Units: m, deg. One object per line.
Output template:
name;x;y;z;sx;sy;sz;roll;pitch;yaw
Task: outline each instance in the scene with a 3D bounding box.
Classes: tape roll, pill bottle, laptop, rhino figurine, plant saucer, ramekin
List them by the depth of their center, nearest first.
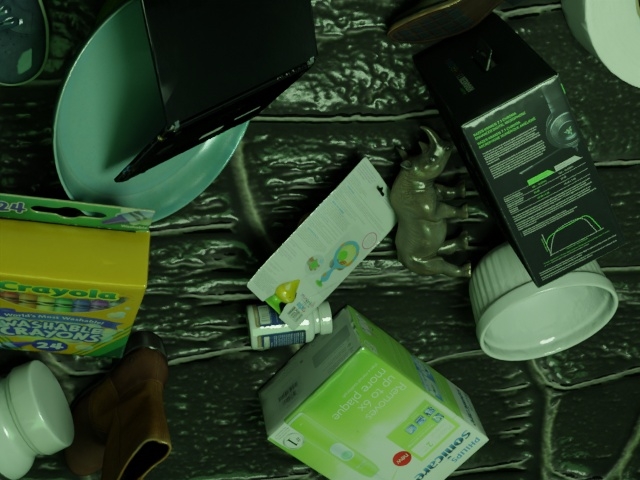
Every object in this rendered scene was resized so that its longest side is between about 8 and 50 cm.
laptop;-0.133;-0.209;1.270;0.234;0.264;0.137;-31;90;-35
plant saucer;-0.202;-0.167;1.334;0.317;0.043;0.318;-34;141;-34
tape roll;0.460;-0.342;1.421;0.286;0.100;0.286;-5;119;-8
rhino figurine;0.151;-0.050;1.527;0.106;0.073;0.243;-5;124;5
pill bottle;-0.500;0.281;1.534;0.278;0.162;0.162;-23;120;2
ramekin;0.312;0.076;1.581;0.207;0.109;0.207;-11;147;-8
pill bottle;-0.046;0.118;1.592;0.120;0.067;0.067;-7;120;-7

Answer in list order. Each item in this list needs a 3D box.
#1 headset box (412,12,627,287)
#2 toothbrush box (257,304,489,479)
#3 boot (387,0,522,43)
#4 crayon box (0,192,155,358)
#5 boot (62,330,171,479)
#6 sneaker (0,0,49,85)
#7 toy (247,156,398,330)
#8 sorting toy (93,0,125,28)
headset box;0.248;-0.128;1.413;0.131;0.246;0.283;-28;119;5
toothbrush box;0.079;0.267;1.668;0.206;0.122;0.283;-44;119;14
boot;0.177;-0.332;1.395;0.219;0.106;0.082;-20;157;28
crayon box;-0.332;0.056;1.391;0.203;0.083;0.323;6;153;-14
boot;-0.281;0.297;1.518;0.096;0.280;0.264;33;107;-25
sneaker;-0.412;-0.318;1.230;0.131;0.148;0.350;-21;121;1
toy;0.000;0.000;1.530;0.237;0.056;0.137;-49;137;-7
sorting toy;-0.282;-0.275;1.327;0.126;0.127;0.366;13;122;15
